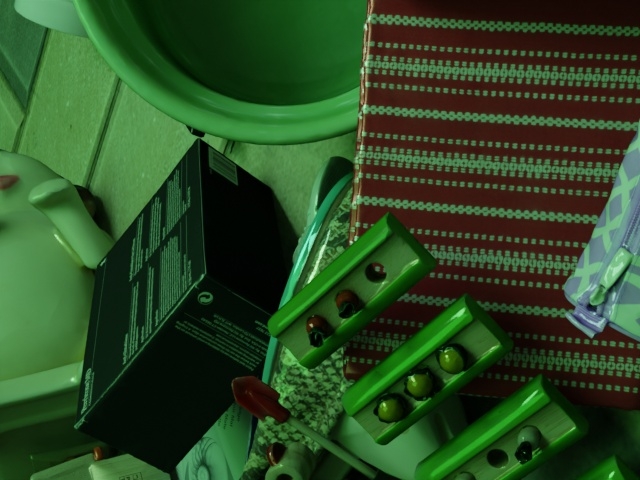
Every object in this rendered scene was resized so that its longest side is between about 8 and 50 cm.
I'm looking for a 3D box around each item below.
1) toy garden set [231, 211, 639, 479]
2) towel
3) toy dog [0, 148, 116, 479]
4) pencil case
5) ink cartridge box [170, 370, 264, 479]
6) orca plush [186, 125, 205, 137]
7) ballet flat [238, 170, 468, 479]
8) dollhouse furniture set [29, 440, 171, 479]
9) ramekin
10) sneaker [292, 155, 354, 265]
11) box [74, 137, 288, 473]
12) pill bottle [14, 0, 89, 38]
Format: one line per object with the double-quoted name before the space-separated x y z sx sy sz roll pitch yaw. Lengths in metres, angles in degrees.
"toy garden set" 0.051 0.140 0.607 0.244 0.049 0.204 46 114 -3
"towel" 0.119 -0.037 0.628 0.199 0.031 0.275 4 89 11
"toy dog" -0.362 0.069 1.224 0.395 0.284 0.408 83 168 -58
"pencil case" 0.198 -0.039 0.528 0.086 0.088 0.206 36 113 53
"ink cartridge box" -0.077 0.183 0.949 0.224 0.045 0.223 10 93 55
"orca plush" -0.075 -0.238 0.975 0.102 0.151 0.287 22 101 22
"ballet flat" 0.010 0.191 0.736 0.182 0.164 0.483 31 102 31
"dollhouse furniture set" -0.230 0.334 1.065 0.259 0.135 0.262 100 154 -49
"ramekin" -0.029 -0.221 0.737 0.148 0.303 0.303 -78 -3 -87
"sneaker" 0.000 0.000 0.867 0.061 0.054 0.152 8 91 57
"box" -0.125 0.049 0.891 0.184 0.103 0.261 -46 26 18
"pill bottle" -0.299 -0.418 1.265 0.160 0.160 0.283 44 119 48
